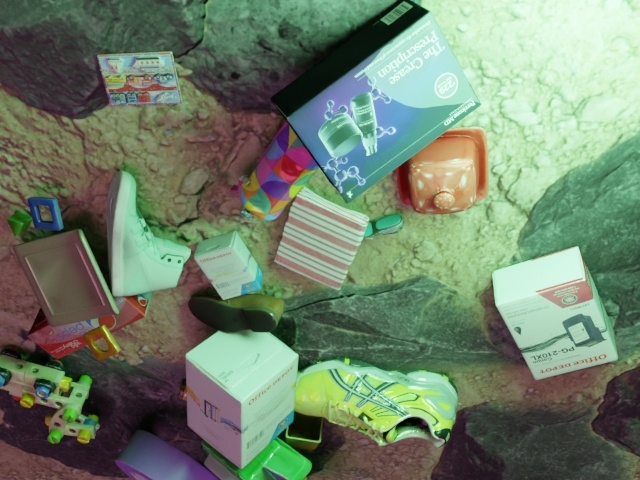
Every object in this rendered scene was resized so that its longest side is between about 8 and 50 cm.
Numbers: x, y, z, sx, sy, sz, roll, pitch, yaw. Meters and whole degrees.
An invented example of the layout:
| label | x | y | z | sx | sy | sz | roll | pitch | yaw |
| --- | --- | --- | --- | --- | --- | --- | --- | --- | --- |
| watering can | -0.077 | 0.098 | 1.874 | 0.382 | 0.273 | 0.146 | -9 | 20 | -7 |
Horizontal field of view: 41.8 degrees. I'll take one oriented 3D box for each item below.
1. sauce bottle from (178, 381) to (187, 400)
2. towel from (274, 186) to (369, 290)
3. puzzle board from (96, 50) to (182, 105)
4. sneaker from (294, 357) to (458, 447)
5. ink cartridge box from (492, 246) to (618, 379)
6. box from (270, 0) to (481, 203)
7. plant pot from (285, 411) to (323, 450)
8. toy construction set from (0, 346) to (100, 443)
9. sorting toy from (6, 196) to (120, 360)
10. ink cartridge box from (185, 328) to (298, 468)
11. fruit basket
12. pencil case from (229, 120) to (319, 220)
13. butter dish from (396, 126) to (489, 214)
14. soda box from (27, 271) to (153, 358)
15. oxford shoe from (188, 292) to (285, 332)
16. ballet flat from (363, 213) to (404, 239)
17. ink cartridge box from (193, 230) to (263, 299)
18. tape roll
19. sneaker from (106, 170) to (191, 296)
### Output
| label | x | y | z | sx | sy | sz | roll | pitch | yaw |
| --- | --- | --- | --- | --- | --- | --- | --- | --- | --- |
| sauce bottle | -0.258 | 0.353 | 1.914 | 0.128 | 0.042 | 0.042 | 10 | 131 | -6 |
| towel | 0.000 | 0.000 | 1.571 | 0.144 | 0.029 | 0.197 | 26 | 133 | 5 |
| puzzle board | -0.301 | -0.268 | 1.400 | 0.128 | 0.011 | 0.096 | -1 | 131 | 6 |
| sneaker | 0.104 | 0.356 | 1.811 | 0.384 | 0.147 | 0.145 | 1 | 133 | 6 |
| ink cartridge box | 0.456 | 0.146 | 1.625 | 0.171 | 0.100 | 0.237 | -19 | 126 | 21 |
| box | 0.086 | -0.213 | 1.289 | 0.261 | 0.103 | 0.184 | -37 | 125 | 2 |
| plant pot | -0.041 | 0.446 | 1.950 | 0.081 | 0.082 | 0.083 | 10 | 139 | -3 |
| toy construction set | -0.662 | 0.363 | 1.904 | 0.327 | 0.151 | 0.215 | 6 | 132 | -14 |
| sorting toy | -0.486 | 0.072 | 1.624 | 0.195 | 0.047 | 0.348 | -11 | 108 | 29 |
| ink cartridge box | -0.165 | 0.312 | 1.747 | 0.168 | 0.171 | 0.233 | 32 | 137 | 26 |
| fruit basket | -0.118 | 0.563 | 1.933 | 0.327 | 0.165 | 0.353 | 26 | 149 | 44 |
| pencil case | -0.057 | -0.134 | 1.437 | 0.104 | 0.104 | 0.236 | 30 | 126 | -19 |
| butter dish | 0.208 | -0.099 | 1.426 | 0.159 | 0.118 | 0.160 | -3 | 131 | 9 |
| soda box | -0.476 | 0.149 | 1.731 | 0.263 | 0.083 | 0.092 | -27 | 124 | 25 |
| oxford shoe | -0.169 | 0.139 | 1.705 | 0.212 | 0.076 | 0.076 | 5 | 125 | 23 |
| ballet flat | 0.102 | -0.019 | 1.560 | 0.114 | 0.041 | 0.041 | -12 | 128 | 17 |
| ink cartridge box | -0.178 | 0.048 | 1.635 | 0.088 | 0.052 | 0.122 | -16 | 129 | 18 |
| tape roll | -0.349 | 0.564 | 1.988 | 0.274 | 0.090 | 0.275 | 28 | 154 | 15 |
| sneaker | -0.322 | -0.017 | 1.583 | 0.151 | 0.094 | 0.256 | -4 | 120 | -19 |
